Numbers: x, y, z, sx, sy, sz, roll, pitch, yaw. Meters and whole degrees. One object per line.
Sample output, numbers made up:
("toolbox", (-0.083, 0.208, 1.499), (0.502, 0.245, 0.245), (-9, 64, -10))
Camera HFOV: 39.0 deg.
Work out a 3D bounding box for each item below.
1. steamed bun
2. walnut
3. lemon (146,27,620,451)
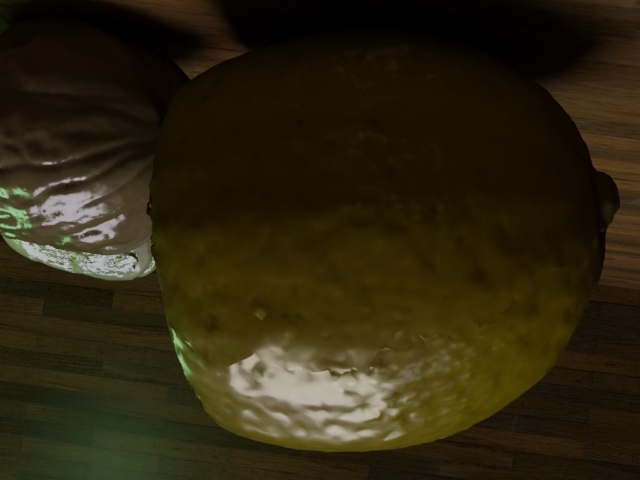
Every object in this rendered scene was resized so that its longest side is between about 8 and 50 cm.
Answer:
("steamed bun", (-0.366, -0.070, 1.429), (0.273, 0.232, 0.166), (16, 129, -11))
("walnut", (-0.231, -0.094, 0.829), (0.261, 0.225, 0.225), (3, 174, 30))
("lemon", (0.061, -0.002, 0.726), (0.364, 0.364, 0.364), (7, 176, 1))
